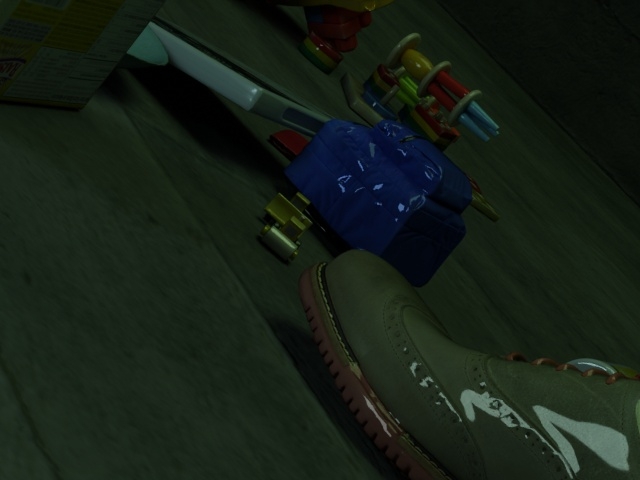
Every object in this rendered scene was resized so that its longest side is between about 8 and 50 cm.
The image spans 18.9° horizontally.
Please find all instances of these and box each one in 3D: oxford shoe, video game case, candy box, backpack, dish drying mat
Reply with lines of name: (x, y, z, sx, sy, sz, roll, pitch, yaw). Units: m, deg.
oxford shoe: (0.122, 0.107, 1.026, 0.348, 0.130, 0.123, 48, 13, 29)
video game case: (-0.081, -0.130, 1.435, 0.190, 0.022, 0.173, 33, 6, 25)
candy box: (-0.148, -0.123, 1.070, 0.027, 0.105, 0.206, 43, 11, 10)
backpack: (0.043, -0.037, 1.399, 0.120, 0.101, 0.098, 42, 4, 32)
dish drying mat: (-0.022, -0.078, 1.565, 0.032, 0.008, 0.083, 41, 12, 2)

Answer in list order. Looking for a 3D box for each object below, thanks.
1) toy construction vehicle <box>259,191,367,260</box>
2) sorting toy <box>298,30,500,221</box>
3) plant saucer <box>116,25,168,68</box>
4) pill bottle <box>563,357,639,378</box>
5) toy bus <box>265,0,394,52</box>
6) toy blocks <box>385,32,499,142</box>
toy construction vehicle: (0.000, 0.000, 1.272, 0.086, 0.035, 0.098, 42, 11, 2)
sorting toy: (0.097, -0.129, 2.061, 0.274, 0.046, 0.132, 39, 12, -14)
plant saucer: (-0.188, -0.168, 1.282, 0.195, 0.037, 0.195, 39, 11, -9)
pill bottle: (0.212, 0.122, 1.440, 0.065, 0.065, 0.116, 46, 13, 21)
toy bus: (0.028, -0.314, 2.130, 0.220, 0.149, 0.211, 7, -63, 48)
toy blocks: (0.139, -0.150, 2.168, 0.148, 0.054, 0.123, 45, -20, 17)
